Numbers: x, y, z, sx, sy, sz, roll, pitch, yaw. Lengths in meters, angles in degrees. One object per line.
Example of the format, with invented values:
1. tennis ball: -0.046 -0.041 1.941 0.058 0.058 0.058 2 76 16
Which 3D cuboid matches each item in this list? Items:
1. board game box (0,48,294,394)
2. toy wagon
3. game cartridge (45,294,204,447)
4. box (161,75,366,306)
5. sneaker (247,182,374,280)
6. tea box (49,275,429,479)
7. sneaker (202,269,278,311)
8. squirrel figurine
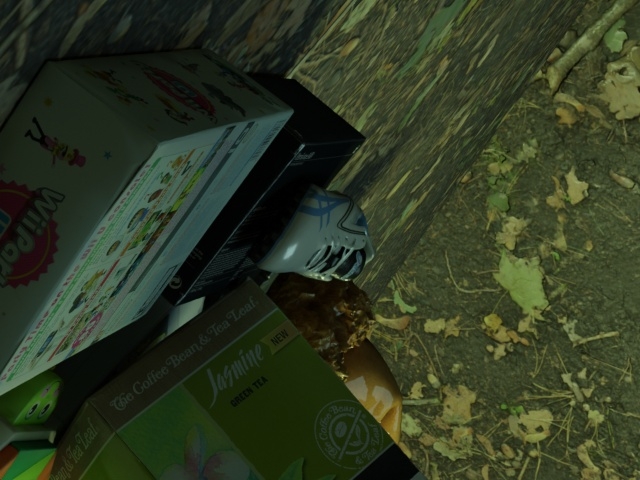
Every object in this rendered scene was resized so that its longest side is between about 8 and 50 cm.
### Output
1. board game box: -0.157 -0.023 1.264 0.224 0.097 0.303 -54 174 15
2. toy wagon: -0.321 0.234 1.555 0.344 0.068 0.267 -54 169 2
3. game cartridge: -0.221 0.130 1.807 0.294 0.060 0.196 -49 168 -18
4. box: -0.074 -0.052 1.601 0.184 0.103 0.261 -49 173 11
5. sneaker: 0.000 0.000 1.586 0.085 0.086 0.237 -50 172 13
6. tea box: -0.087 0.269 1.697 0.220 0.323 0.329 -38 173 -32
7. sneaker: -0.116 0.081 2.006 0.267 0.101 0.106 -51 175 4
8. squirrel figurine: -0.083 0.228 2.555 0.370 0.281 0.397 -33 149 -35
